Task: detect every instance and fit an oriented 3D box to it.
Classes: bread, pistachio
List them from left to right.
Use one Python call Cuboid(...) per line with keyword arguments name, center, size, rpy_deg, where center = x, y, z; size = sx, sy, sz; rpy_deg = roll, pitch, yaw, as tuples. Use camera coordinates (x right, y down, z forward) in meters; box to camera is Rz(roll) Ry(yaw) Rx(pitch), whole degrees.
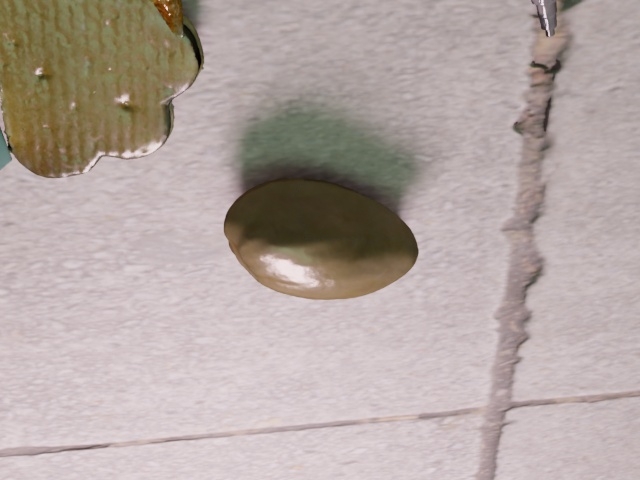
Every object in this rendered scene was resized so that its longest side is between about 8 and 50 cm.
Cuboid(name="bread", center=(-0.217, -0.187, 0.808), size=(0.207, 0.056, 0.287), rpy_deg=(6, 125, -9))
Cuboid(name="pistachio", center=(0.000, 0.000, 0.938), size=(0.225, 0.136, 0.136), rpy_deg=(6, 127, -18))

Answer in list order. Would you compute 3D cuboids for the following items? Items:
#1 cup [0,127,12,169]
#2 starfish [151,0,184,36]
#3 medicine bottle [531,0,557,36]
Cuboid(name="cup", center=(-0.383, -0.168, 0.765), size=(0.134, 0.148, 0.236), rpy_deg=(7, 122, 9))
Cuboid(name="starfish", center=(-0.215, -0.294, 0.657), size=(0.358, 0.078, 0.347), rpy_deg=(-47, 123, 2))
Cuboid(name="medicine bottle", center=(0.204, -0.282, 0.780), size=(0.057, 0.058, 0.199), rpy_deg=(-16, 127, 6))
